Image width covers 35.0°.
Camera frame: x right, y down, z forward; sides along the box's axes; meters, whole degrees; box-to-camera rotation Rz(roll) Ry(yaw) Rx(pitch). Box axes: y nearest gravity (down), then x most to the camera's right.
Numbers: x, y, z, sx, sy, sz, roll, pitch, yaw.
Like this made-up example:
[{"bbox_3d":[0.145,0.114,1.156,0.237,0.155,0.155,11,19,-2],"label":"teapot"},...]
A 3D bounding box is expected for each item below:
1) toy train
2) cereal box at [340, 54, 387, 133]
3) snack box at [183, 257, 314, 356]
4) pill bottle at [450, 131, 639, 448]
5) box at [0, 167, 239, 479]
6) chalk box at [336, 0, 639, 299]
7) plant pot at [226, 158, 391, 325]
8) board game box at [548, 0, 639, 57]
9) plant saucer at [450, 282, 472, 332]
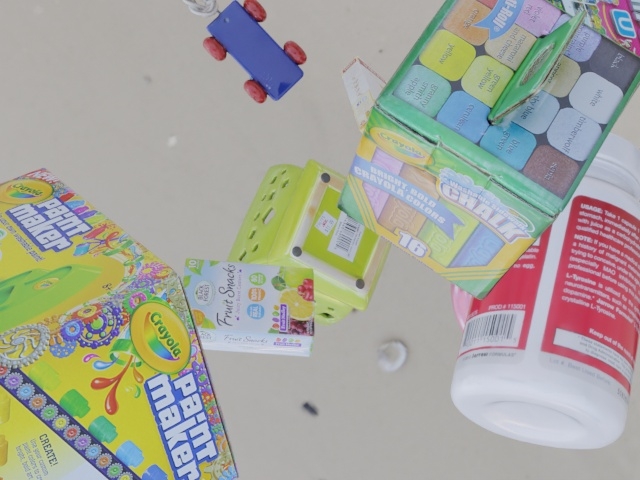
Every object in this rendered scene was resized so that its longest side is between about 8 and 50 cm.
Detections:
[{"bbox_3d":[-0.135,-0.320,1.559,0.105,0.143,0.248,-44,97,-1],"label":"toy train"},{"bbox_3d":[0.117,-0.182,1.584,0.173,0.240,0.047,38,110,-25],"label":"cereal box"},{"bbox_3d":[-0.078,0.071,1.082,0.141,0.100,0.037,5,133,-6],"label":"snack box"},{"bbox_3d":[0.330,0.058,1.394,0.228,0.408,0.229,15,156,7],"label":"pill bottle"},{"bbox_3d":[-0.260,0.107,0.744,0.290,0.279,0.177,29,138,53],"label":"box"},{"bbox_3d":[0.108,-0.075,0.657,0.132,0.132,0.213,33,158,6],"label":"chalk box"},{"bbox_3d":[0.000,0.000,1.734,0.227,0.228,0.207,28,163,-19],"label":"plant pot"},{"bbox_3d":[0.384,-0.305,1.228,0.303,0.097,0.224,34,158,57],"label":"board game box"},{"bbox_3d":[0.387,0.081,1.698,0.332,0.084,0.332,-1,104,-3],"label":"plant saucer"}]
